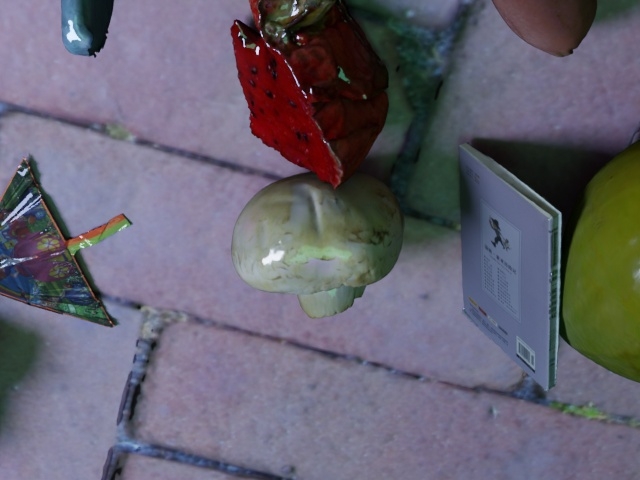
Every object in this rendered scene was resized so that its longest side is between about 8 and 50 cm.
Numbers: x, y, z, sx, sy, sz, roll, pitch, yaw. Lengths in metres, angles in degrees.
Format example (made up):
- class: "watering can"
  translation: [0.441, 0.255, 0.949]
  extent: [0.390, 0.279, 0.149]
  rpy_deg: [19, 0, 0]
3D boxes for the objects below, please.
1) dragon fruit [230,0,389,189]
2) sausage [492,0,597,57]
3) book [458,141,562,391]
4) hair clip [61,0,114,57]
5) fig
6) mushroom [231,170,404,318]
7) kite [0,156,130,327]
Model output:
- class: "dragon fruit"
  translation: [-0.010, -0.150, 1.139]
  extent: [0.092, 0.122, 0.192]
  rpy_deg: [-35, 122, -22]
- class: "sausage"
  translation: [0.087, -0.292, 1.000]
  extent: [0.088, 0.088, 0.433]
  rpy_deg: [-24, 127, 17]
- class: "book"
  translation: [0.152, 0.021, 1.210]
  extent: [0.014, 0.127, 0.181]
  rpy_deg: [-22, 130, -21]
- class: "hair clip"
  translation: [-0.186, -0.306, 0.874]
  extent: [0.238, 0.318, 0.392]
  rpy_deg: [16, 126, -7]
- class: "fig"
  translation: [0.289, 0.021, 1.164]
  extent: [0.207, 0.207, 0.230]
  rpy_deg: [9, 154, -5]
- class: "mushroom"
  translation: [0.000, 0.000, 1.191]
  extent: [0.148, 0.148, 0.112]
  rpy_deg: [-12, 106, 10]
- class: "kite"
  translation: [-0.235, 0.010, 1.279]
  extent: [0.159, 0.010, 0.190]
  rpy_deg: [-14, 125, 10]
